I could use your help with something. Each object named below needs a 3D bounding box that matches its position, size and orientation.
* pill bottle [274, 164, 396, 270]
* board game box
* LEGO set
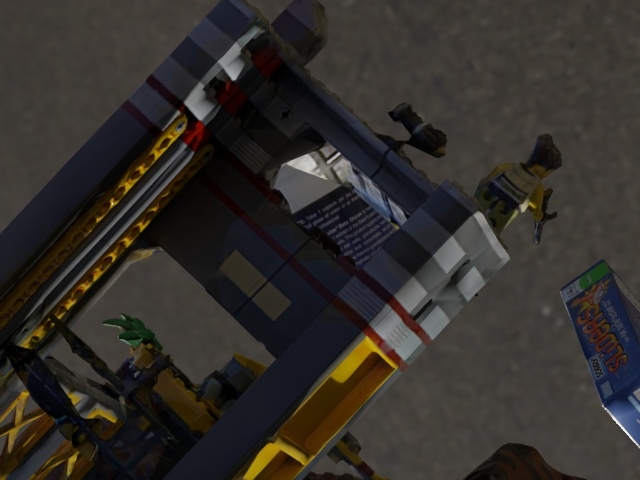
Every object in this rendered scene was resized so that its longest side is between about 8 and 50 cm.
[{"bbox_3d":[0.000,0.000,1.297,0.169,0.094,0.094,61,161,-5],"label":"pill bottle"},{"bbox_3d":[0.223,0.118,1.176,0.201,0.035,0.136,48,-165,-22],"label":"board game box"},{"bbox_3d":[0.038,0.081,0.574,0.331,0.192,0.255,43,179,31],"label":"LEGO set"}]
